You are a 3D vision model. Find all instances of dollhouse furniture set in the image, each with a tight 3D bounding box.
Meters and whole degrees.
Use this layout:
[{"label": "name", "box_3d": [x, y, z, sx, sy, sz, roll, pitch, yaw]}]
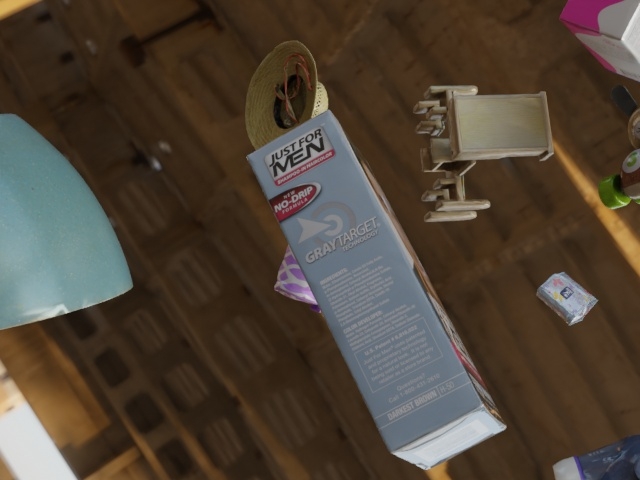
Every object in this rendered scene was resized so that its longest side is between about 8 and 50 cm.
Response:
[{"label": "dollhouse furniture set", "box_3d": [0.273, -0.163, 1.956, 0.242, 0.161, 0.212, 131, -45, -74]}]

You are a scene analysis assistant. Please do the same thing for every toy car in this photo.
[{"label": "toy car", "box_3d": [0.501, -0.160, 1.732, 0.155, 0.149, 0.188, -21, -100, 50]}]

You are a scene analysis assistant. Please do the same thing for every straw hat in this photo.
[{"label": "straw hat", "box_3d": [-0.025, -0.165, 1.380, 0.144, 0.061, 0.144, -7, -99, 49]}]

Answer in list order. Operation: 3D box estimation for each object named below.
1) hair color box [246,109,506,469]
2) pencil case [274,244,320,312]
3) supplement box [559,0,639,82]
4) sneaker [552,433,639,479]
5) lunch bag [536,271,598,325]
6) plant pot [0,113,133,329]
[{"label": "hair color box", "box_3d": [0.064, 0.058, 1.284, 0.374, 0.114, 0.185, 63, 7, 22]}, {"label": "pencil case", "box_3d": [0.000, 0.000, 1.751, 0.086, 0.206, 0.088, 20, -4, 39]}, {"label": "supplement box", "box_3d": [0.469, -0.328, 1.740, 0.111, 0.114, 0.220, 29, 5, 34]}, {"label": "sneaker", "box_3d": [0.424, 0.386, 1.349, 0.130, 0.236, 0.322, 36, 40, -80]}, {"label": "lunch bag", "box_3d": [0.362, 0.086, 1.688, 0.071, 0.083, 0.053, 43, -65, 21]}, {"label": "plant pot", "box_3d": [-0.349, -0.019, 1.136, 0.290, 0.290, 0.195, 1, -77, 64]}]
